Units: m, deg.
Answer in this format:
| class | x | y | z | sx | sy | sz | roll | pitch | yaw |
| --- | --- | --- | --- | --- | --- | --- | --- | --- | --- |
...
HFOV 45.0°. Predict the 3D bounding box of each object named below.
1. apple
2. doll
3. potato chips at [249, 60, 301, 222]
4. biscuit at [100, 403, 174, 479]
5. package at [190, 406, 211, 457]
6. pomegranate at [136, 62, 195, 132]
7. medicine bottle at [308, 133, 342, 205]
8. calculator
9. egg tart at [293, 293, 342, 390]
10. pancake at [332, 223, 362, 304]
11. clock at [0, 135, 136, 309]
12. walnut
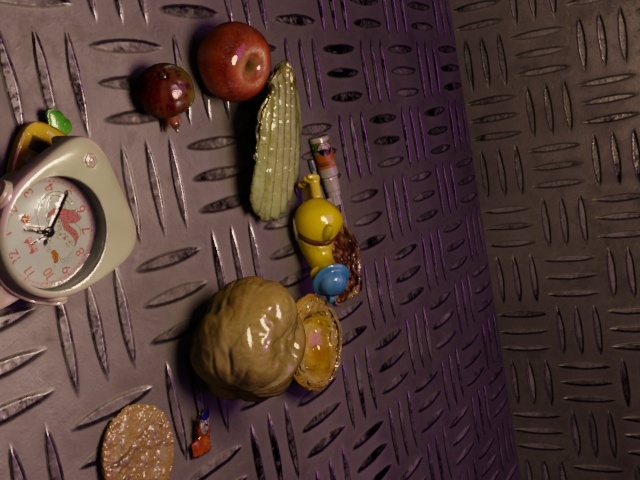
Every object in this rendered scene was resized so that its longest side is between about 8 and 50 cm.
| class | x | y | z | sx | sy | sz | roll | pitch | yaw |
| --- | --- | --- | --- | --- | --- | --- | --- | --- | --- |
| apple | -0.220 | -0.444 | 1.926 | 0.201 | 0.162 | 0.201 | -27 | 126 | -45 |
| doll | 0.000 | 0.000 | 2.194 | 0.145 | 0.199 | 0.363 | -7 | 80 | -18 |
| potato chips | -0.114 | -0.268 | 2.088 | 0.358 | 0.070 | 0.429 | -46 | 142 | -71 |
| biscuit | -0.385 | 0.453 | 1.635 | 0.220 | 0.033 | 0.220 | 19 | 67 | -56 |
| package | -0.278 | 0.450 | 1.812 | 0.077 | 0.033 | 0.111 | -44 | 140 | -80 |
| pomegranate | -0.355 | -0.320 | 1.743 | 0.129 | 0.129 | 0.159 | -43 | 165 | -53 |
| medicine bottle | 0.011 | -0.209 | 2.370 | 0.092 | 0.061 | 0.221 | -27 | 110 | -31 |
| calculator | -0.533 | -0.143 | 1.487 | 0.146 | 0.032 | 0.235 | 37 | 56 | -51 |
| egg tart | -0.037 | 0.284 | 2.150 | 0.288 | 0.118 | 0.288 | 19 | 68 | -55 |
| pancake | 0.071 | 0.077 | 2.420 | 0.212 | 0.056 | 0.257 | 41 | 59 | -39 |
| clock | -0.502 | -0.021 | 1.408 | 0.324 | 0.108 | 0.265 | -44 | 130 | -41 |
| walnut | -0.166 | 0.237 | 1.815 | 0.282 | 0.253 | 0.277 | 59 | 41 | -34 |
